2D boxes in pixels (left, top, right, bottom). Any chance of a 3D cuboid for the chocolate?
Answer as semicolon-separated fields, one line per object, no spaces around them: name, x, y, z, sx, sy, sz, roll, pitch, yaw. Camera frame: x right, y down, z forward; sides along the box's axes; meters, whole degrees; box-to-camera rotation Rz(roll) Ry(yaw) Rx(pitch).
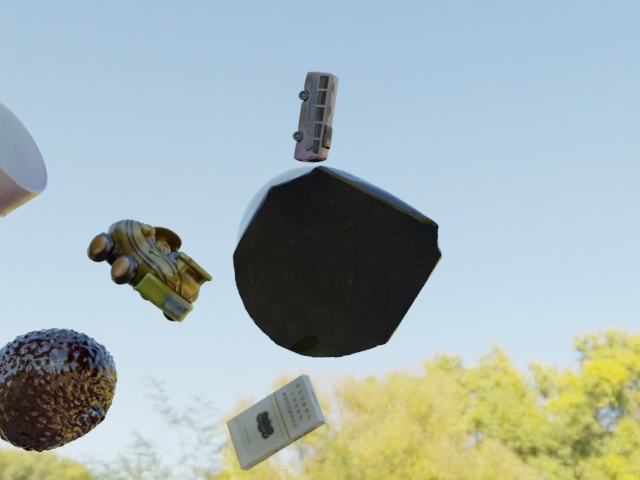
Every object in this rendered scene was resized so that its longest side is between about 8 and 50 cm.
chocolate;0.000;0.000;1.608;0.314;0.297;0.326;22;-68;-17

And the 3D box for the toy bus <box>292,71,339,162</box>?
toy bus;-0.006;-0.177;1.321;0.052;0.130;0.037;7;-2;25

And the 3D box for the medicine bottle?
medicine bottle;-0.712;-0.105;1.736;0.325;0.256;0.256;-26;-30;9

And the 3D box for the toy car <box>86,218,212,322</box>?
toy car;-0.320;0.043;1.758;0.248;0.142;0.200;36;-8;35

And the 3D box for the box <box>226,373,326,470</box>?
box;-0.075;0.298;1.500;0.167;0.090;0.024;-34;-34;18

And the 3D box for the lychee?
lychee;-0.532;0.287;1.800;0.261;0.260;0.260;5;-22;2
